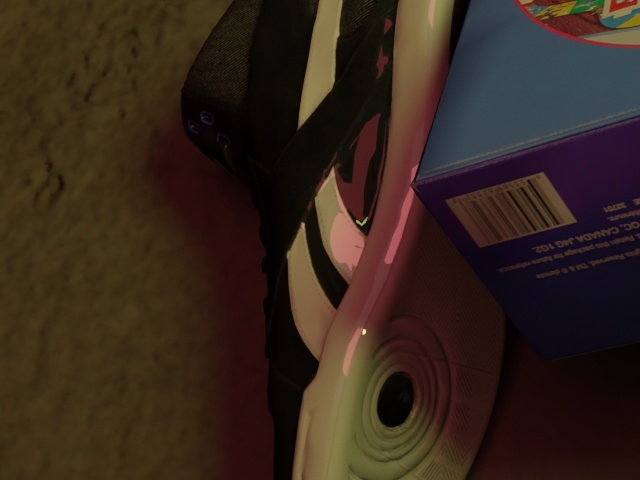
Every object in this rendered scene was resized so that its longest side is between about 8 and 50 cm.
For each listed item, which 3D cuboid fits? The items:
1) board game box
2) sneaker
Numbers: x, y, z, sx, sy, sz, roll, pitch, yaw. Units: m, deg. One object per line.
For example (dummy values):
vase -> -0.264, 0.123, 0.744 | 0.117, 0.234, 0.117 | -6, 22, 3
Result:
board game box -> 0.210, -0.111, 0.432 | 0.347, 0.078, 0.233 | -16, 38, 33
sneaker -> 0.000, 0.000, 0.560 | 0.121, 0.079, 0.217 | 8, 84, 43
